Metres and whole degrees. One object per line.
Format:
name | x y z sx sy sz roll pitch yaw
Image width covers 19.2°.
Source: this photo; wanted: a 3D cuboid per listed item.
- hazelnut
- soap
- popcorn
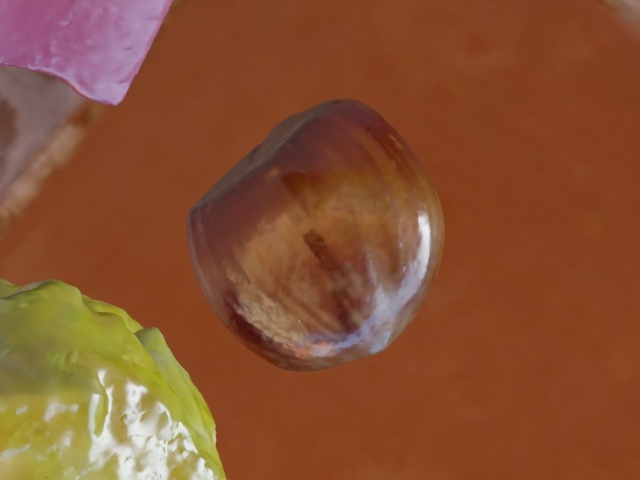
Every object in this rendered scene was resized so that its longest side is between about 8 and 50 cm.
hazelnut | 0.001 0.001 1.553 0.212 0.181 0.181 -37 -167 15
soap | -0.157 -0.272 1.204 0.128 0.359 0.233 17 118 -22
popcorn | -0.166 0.142 0.911 0.276 0.276 0.225 -52 146 7
